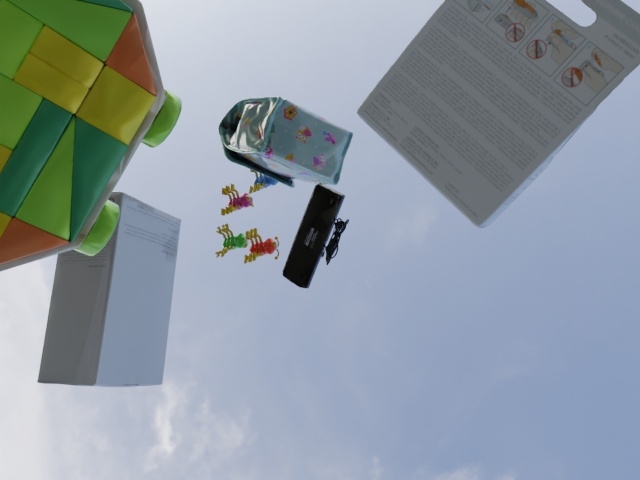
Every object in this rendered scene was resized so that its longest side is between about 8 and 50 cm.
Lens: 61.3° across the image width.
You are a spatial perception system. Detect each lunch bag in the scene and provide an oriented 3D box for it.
[{"bbox_3d":[-0.096,-0.224,1.253,0.262,0.223,0.160,12,-96,53],"label":"lunch bag"}]

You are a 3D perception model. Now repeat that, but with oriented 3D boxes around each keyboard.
[{"bbox_3d":[0.000,0.000,0.986,0.100,0.038,0.192,33,-73,39],"label":"keyboard"}]

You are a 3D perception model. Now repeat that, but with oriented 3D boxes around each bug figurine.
[{"bbox_3d":[-0.187,-0.062,1.445,0.216,0.072,0.279,-11,-112,37],"label":"bug figurine"}]

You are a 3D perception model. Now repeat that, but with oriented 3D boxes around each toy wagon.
[{"bbox_3d":[-0.246,-0.147,0.433,0.345,0.267,0.068,-59,-145,1],"label":"toy wagon"}]

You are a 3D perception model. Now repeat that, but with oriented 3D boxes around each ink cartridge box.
[{"bbox_3d":[0.293,-0.261,0.903,0.308,0.091,0.385,47,-70,17],"label":"ink cartridge box"}]

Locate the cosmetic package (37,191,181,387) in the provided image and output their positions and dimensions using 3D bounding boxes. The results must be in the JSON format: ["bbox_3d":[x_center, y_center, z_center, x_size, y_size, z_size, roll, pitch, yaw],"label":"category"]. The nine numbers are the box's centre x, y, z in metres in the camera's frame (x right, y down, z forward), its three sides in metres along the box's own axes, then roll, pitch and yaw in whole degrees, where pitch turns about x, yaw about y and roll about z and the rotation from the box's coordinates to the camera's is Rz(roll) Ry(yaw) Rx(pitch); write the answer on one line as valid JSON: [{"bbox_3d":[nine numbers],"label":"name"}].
[{"bbox_3d":[-0.433,0.112,1.143,0.156,0.217,0.385,-1,-105,21],"label":"cosmetic package"}]
